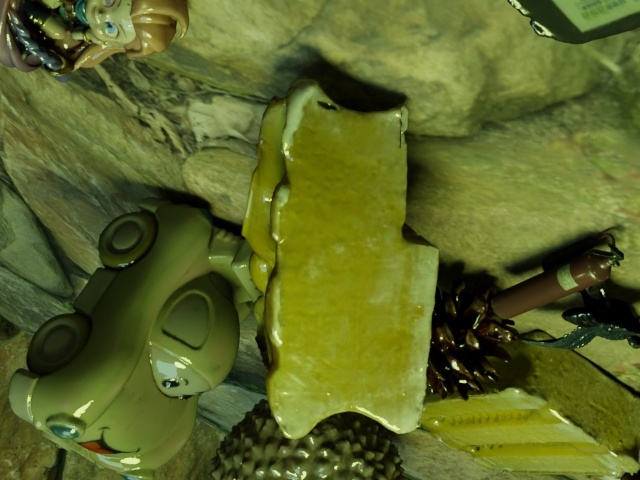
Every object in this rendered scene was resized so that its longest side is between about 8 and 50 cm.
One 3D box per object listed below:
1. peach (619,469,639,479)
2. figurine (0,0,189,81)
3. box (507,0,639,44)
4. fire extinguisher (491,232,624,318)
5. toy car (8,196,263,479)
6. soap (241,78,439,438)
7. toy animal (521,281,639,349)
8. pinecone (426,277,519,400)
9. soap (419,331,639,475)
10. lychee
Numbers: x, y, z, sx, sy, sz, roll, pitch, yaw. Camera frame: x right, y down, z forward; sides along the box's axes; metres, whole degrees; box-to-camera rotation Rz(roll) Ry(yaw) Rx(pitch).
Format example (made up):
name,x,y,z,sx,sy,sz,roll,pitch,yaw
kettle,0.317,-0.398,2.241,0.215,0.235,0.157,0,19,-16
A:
name,x,y,z,sx,sy,sz,roll,pitch,yaw
peach,0.484,0.358,0.795,0.338,0.281,0.281,-9,137,40
figurine,-0.191,-0.198,0.621,0.156,0.126,0.114,-5,-164,-11
box,0.163,-0.191,0.258,0.211,0.058,0.350,37,161,-24
fire extinguisher,0.220,0.031,0.680,0.035,0.049,0.173,50,149,0
toy car,-0.196,0.136,0.971,0.226,0.336,0.242,14,152,24
soap,0.000,0.000,0.774,0.169,0.305,0.338,1,-172,-9
toy animal,0.271,0.074,0.695,0.220,0.062,0.108,-14,132,47
pinecone,0.147,0.098,0.799,0.120,0.140,0.140,-28,129,17
soap,0.249,0.222,0.969,0.199,0.091,0.315,32,154,-9
lychee,-0.016,0.458,1.376,0.380,0.380,0.432,26,135,5
